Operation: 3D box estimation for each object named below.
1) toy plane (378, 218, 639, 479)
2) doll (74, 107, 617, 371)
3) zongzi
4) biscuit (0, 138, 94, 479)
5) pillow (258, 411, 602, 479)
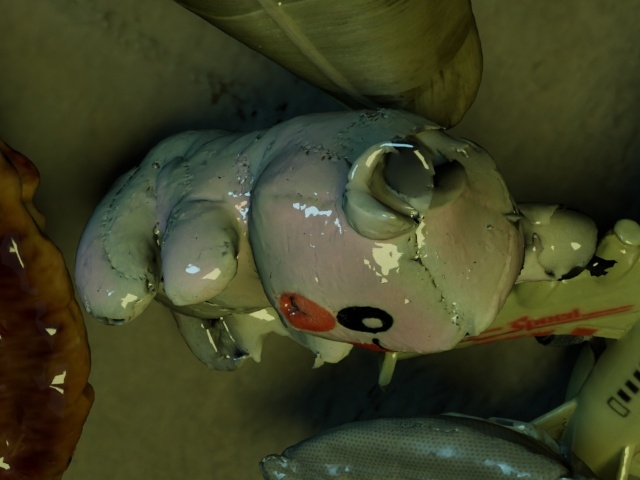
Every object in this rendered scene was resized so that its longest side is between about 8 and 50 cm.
[{"bbox_3d":[0.153,0.029,0.844,0.242,0.104,0.256,7,128,-17],"label":"toy plane"},{"bbox_3d":[0.000,0.000,0.764,0.192,0.095,0.149,-4,162,29],"label":"doll"},{"bbox_3d":[-0.031,-0.098,0.760,0.176,0.078,0.160,-8,134,13],"label":"zongzi"},{"bbox_3d":[-0.243,0.022,0.745,0.289,0.081,0.334,-15,120,-4],"label":"biscuit"},{"bbox_3d":[0.091,0.153,0.877,0.169,0.059,0.255,-2,140,32],"label":"pillow"}]
